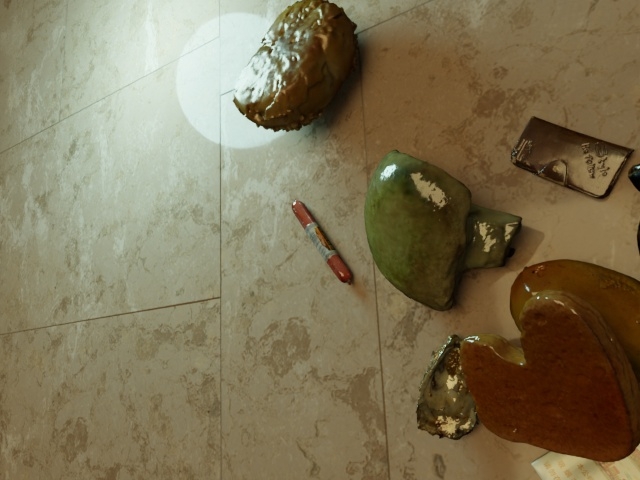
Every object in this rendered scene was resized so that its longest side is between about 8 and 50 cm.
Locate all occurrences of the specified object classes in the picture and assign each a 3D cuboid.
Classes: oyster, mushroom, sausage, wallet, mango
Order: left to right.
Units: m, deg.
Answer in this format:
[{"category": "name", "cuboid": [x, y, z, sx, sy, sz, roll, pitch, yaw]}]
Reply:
[{"category": "sausage", "cuboid": [0.000, 0.000, 1.195, 0.034, 0.034, 0.253, -46, 59, 20]}, {"category": "mushroom", "cuboid": [0.172, -0.015, 0.979, 0.292, 0.212, 0.217, 36, 94, 29]}, {"category": "oyster", "cuboid": [0.221, 0.252, 0.967, 0.106, 0.056, 0.177, -4, 78, 24]}, {"category": "wallet", "cuboid": [0.409, -0.140, 0.931, 0.176, 0.026, 0.095, 35, 103, 36]}, {"category": "mango", "cuboid": [0.397, 0.121, 0.824, 0.249, 0.151, 0.156, 27, 128, 31]}]

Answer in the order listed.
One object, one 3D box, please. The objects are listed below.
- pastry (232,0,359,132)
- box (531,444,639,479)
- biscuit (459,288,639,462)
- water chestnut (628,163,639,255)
[{"category": "pastry", "cuboid": [-0.046, -0.371, 1.228, 0.255, 0.162, 0.310, 33, 90, 47]}, {"category": "box", "cuboid": [0.434, 0.320, 0.809, 0.220, 0.032, 0.122, -44, 59, 20]}, {"category": "biscuit", "cuboid": [0.314, 0.189, 0.809, 0.277, 0.052, 0.262, -14, 104, 56]}, {"category": "water chestnut", "cuboid": [0.517, -0.028, 0.683, 0.244, 0.289, 0.289, -12, 73, 39]}]
